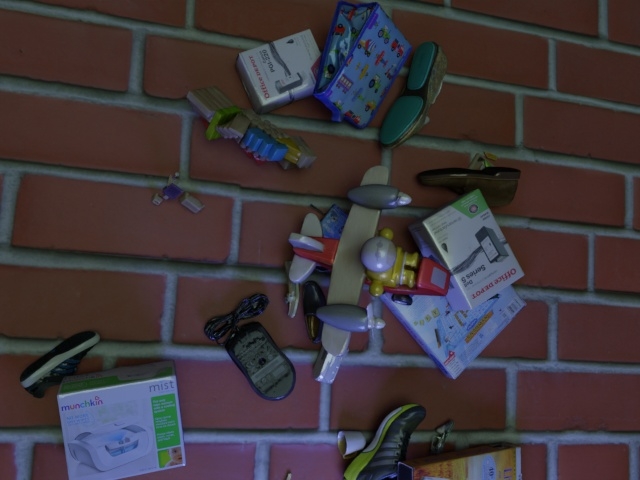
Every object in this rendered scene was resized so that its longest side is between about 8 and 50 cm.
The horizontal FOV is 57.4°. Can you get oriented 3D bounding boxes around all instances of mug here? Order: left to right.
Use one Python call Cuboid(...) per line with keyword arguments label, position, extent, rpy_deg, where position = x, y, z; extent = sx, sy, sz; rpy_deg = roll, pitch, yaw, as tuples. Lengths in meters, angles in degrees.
Cuboid(label="mug", position=(0.084, 0.547, 1.582), extent=(0.064, 0.078, 0.062), rpy_deg=(0, 53, -23))

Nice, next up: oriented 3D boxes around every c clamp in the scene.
Cuboid(label="c clamp", position=(0.000, 0.000, 1.620), extent=(0.137, 0.022, 0.161), rpy_deg=(26, 78, -16))

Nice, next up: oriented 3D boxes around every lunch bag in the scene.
Cuboid(label="lunch bag", position=(0.103, -0.455, 1.587), extent=(0.221, 0.138, 0.293), rpy_deg=(25, 85, -53))

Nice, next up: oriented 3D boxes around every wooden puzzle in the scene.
Cuboid(label="wooden puzzle", position=(0.489, -0.220, 1.769), extent=(0.078, 0.014, 0.116), rpy_deg=(28, 79, -11))

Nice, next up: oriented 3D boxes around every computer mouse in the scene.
Cuboid(label="computer mouse", position=(-0.162, 0.292, 1.531), extent=(0.188, 0.072, 0.272), rpy_deg=(-31, 81, -13))

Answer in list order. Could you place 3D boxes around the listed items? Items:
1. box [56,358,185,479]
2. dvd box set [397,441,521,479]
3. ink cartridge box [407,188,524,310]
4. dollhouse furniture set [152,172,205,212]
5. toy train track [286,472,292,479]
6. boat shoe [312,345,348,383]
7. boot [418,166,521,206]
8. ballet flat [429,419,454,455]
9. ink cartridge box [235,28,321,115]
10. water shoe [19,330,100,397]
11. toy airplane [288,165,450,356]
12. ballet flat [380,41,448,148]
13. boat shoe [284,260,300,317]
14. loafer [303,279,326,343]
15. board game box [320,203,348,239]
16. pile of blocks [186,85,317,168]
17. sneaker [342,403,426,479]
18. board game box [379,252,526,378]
Cuboid(label="box", position=(-0.464, 0.426, 1.388), extent=(0.261, 0.127, 0.231), rpy_deg=(-6, 100, -15))
Cuboid(label="dvd box set", position=(0.379, 0.725, 1.566), extent=(0.420, 0.062, 0.308), rpy_deg=(6, 85, -33))
Cuboid(label="ink cartridge box", position=(0.399, 0.028, 1.603), extent=(0.198, 0.115, 0.273), rpy_deg=(-30, 92, -15))
Cuboid(label="dollhouse furniture set", position=(-0.367, -0.119, 1.538), extent=(0.114, 0.091, 0.081), rpy_deg=(38, 34, -31))
Cuboid(label="toy train track", position=(-0.093, 0.657, 1.542), extent=(0.048, 0.014, 0.083), rpy_deg=(19, 75, -5))
Cuboid(label="boat shoe", position=(0.043, 0.300, 1.584), extent=(0.063, 0.066, 0.184), rpy_deg=(27, 76, -25))
Cuboid(label="boot", position=(0.432, -0.155, 1.708), extent=(0.305, 0.112, 0.115), rpy_deg=(1, 110, -8))
Cuboid(label="ballet flat", position=(0.340, 0.554, 1.652), extent=(0.041, 0.041, 0.114), rpy_deg=(30, 78, -10))
Cuboid(label="ink cartridge box", position=(-0.102, -0.459, 1.594), extent=(0.217, 0.092, 0.159), rpy_deg=(-25, 92, -14))
Cuboid(label="water shoe", position=(-0.618, 0.298, 1.416), extent=(0.203, 0.073, 0.080), rpy_deg=(-33, 120, -15))
Cuboid(label="toy airplane", position=(0.102, 0.040, 1.469), extent=(0.384, 0.272, 0.386), rpy_deg=(-28, 83, -12))
Cuboid(label="ballet flat", position=(0.282, -0.402, 1.688), extent=(0.123, 0.123, 0.349), rpy_deg=(24, 82, -12))
Cuboid(label="boat shoe", position=(-0.080, 0.131, 1.570), extent=(0.048, 0.056, 0.153), rpy_deg=(6, 81, -7))
Cuboid(label="loafer", position=(-0.016, 0.192, 1.567), extent=(0.062, 0.061, 0.170), rpy_deg=(-13, 86, 17))
Cuboid(label="board game box", position=(0.046, -0.039, 1.617), extent=(0.090, 0.020, 0.090), rpy_deg=(40, 71, -13))
Cuboid(label="pile of blocks", position=(-0.194, -0.261, 1.534), extent=(0.362, 0.113, 0.149), rpy_deg=(29, 37, -8))
Cuboid(label="sneaker", position=(0.194, 0.571, 1.554), extent=(0.300, 0.121, 0.111), rpy_deg=(-51, 134, -9))
Cuboid(label="board game box", position=(0.381, 0.169, 1.679), extent=(0.318, 0.066, 0.318), rpy_deg=(-41, 95, -15))
